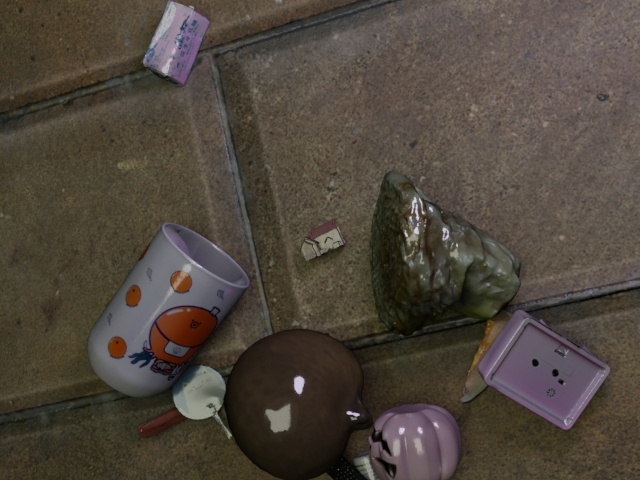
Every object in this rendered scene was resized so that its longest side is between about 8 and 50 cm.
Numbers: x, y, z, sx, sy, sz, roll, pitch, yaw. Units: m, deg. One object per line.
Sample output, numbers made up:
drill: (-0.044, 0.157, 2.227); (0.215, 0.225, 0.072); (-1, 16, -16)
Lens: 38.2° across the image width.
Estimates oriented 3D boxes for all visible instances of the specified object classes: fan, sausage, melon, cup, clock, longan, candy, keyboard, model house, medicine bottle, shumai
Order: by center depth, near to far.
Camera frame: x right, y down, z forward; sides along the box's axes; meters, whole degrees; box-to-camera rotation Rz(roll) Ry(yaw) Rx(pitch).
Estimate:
clock: (0.408, 0.235, 1.694); (0.197, 0.063, 0.150); (31, 97, -11)
shumai: (0.239, 0.023, 1.704); (0.264, 0.309, 0.303); (0, 95, -10)
melon: (0.318, 0.223, 1.750); (0.054, 0.098, 0.182); (31, 115, 32)
longan: (-0.046, 0.306, 1.755); (0.300, 0.243, 0.300); (-8, 63, 15)
medicine bottle: (0.138, 0.517, 1.804); (0.092, 0.061, 0.220); (-17, 84, -4)
keyboard: (0.051, 0.463, 1.808); (0.204, 0.013, 0.061); (39, 123, 33)
model house: (0.000, 0.000, 1.859); (0.083, 0.057, 0.058); (-25, 86, 16)
cup: (-0.318, 0.150, 1.866); (0.212, 0.212, 0.317); (39, 100, 13)
fan: (-0.234, 0.341, 1.921); (0.113, 0.005, 0.175); (-36, 79, -8)
candy: (-0.304, -0.415, 1.939); (0.073, 0.092, 0.160); (24, 93, 17)
sausage: (-0.324, 0.378, 1.951); (0.147, 0.035, 0.030); (-28, 113, 14)

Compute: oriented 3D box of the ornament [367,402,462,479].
ornament: (0.179, 0.394, 1.736); (0.178, 0.177, 0.177); (-1, 88, 16)

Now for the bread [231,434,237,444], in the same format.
bread: (-0.121, 0.405, 1.880); (0.115, 0.056, 0.082); (34, 93, 19)
